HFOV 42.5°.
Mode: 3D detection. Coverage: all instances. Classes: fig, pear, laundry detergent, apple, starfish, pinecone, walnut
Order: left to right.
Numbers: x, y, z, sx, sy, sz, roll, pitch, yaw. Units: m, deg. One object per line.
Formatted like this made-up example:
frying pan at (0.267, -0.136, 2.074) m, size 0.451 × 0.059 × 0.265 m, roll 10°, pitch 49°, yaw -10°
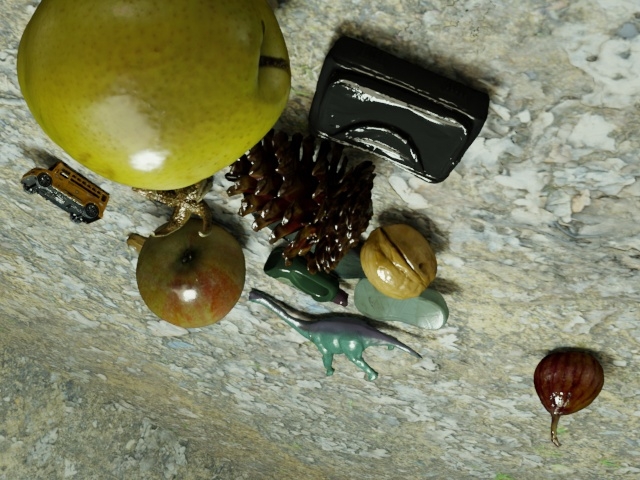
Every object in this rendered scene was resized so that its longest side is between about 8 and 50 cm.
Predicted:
pear at (-0.248, -0.250, 1.207) m, size 0.418 × 0.363 × 0.362 m, roll 0°, pitch 146°, yaw 30°
starfish at (-0.317, -0.077, 1.779) m, size 0.189 × 0.147 × 0.074 m, roll 12°, pitch -167°, yaw 13°
apple at (-0.299, 0.072, 1.891) m, size 0.256 × 0.257 × 0.234 m, roll 18°, pitch 167°, yaw 4°
pinecone at (-0.041, -0.083, 1.502) m, size 0.292 × 0.246 × 0.246 m, roll 31°, pitch 154°, yaw 13°
laundry detergent at (-0.019, 0.096, 1.935) m, size 0.221 × 0.078 × 0.144 m, roll 31°, pitch 166°, yaw -17°
walnut at (0.158, 0.042, 1.679) m, size 0.144 × 0.144 × 0.180 m, roll -5°, pitch 135°, yaw 37°
fig at (0.564, 0.343, 1.929) m, size 0.148 × 0.202 × 0.149 m, roll 57°, pitch 172°, yaw -29°

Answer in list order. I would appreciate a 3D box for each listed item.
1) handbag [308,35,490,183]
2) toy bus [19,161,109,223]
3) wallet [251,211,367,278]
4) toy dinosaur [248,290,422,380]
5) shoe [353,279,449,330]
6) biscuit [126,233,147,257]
handbag at (0.119, -0.200, 1.354) m, size 0.275 × 0.088 × 0.244 m, roll 20°, pitch 155°, yaw -2°
toy bus at (-0.596, -0.117, 1.925) m, size 0.083 × 0.088 × 0.194 m, roll -14°, pitch 139°, yaw 45°
wallet at (0.000, 0.000, 1.796) m, size 0.172 × 0.045 × 0.318 m, roll -6°, pitch 147°, yaw 47°
toy dinosaur at (0.027, 0.218, 2.126) m, size 0.383 × 0.129 × 0.331 m, roll -14°, pitch 128°, yaw 44°
shoe at (0.195, 0.140, 1.890) m, size 0.251 × 0.103 × 0.100 m, roll 13°, pitch -163°, yaw 38°
biscuit at (-0.356, 0.048, 2.106) m, size 0.301 × 0.049 × 0.197 m, roll 2°, pitch 149°, yaw 27°
